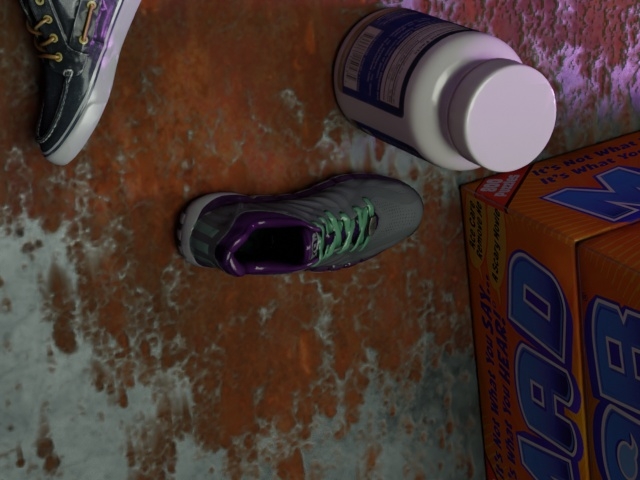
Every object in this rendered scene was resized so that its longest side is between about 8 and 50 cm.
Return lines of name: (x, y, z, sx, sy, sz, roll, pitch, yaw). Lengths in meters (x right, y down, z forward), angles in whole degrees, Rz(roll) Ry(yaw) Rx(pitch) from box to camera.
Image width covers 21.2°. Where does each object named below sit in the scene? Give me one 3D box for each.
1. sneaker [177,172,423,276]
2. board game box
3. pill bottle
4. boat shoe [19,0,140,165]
sneaker: (0.000, 0.000, 1.395, 0.224, 0.098, 0.083, -9, 111, -26)
board game box: (0.378, 0.114, 1.492, 0.357, 0.356, 0.356, -18, 114, -24)
pill bottle: (0.100, -0.117, 1.359, 0.112, 0.187, 0.112, -10, 112, -26)
boat shoe: (-0.192, -0.152, 1.261, 0.083, 0.065, 0.183, 20, 90, -30)
